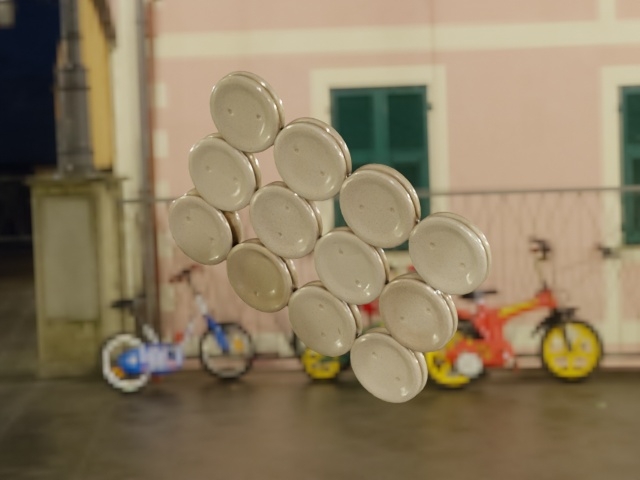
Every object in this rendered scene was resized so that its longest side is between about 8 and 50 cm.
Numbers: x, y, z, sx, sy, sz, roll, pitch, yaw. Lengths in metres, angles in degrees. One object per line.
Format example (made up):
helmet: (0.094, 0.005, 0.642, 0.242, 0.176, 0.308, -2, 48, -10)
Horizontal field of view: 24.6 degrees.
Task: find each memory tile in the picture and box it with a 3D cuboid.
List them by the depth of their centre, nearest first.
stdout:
memory tile: (0.000, 0.000, 0.652, 0.148, 0.113, 0.012, 36, 42, 14)
